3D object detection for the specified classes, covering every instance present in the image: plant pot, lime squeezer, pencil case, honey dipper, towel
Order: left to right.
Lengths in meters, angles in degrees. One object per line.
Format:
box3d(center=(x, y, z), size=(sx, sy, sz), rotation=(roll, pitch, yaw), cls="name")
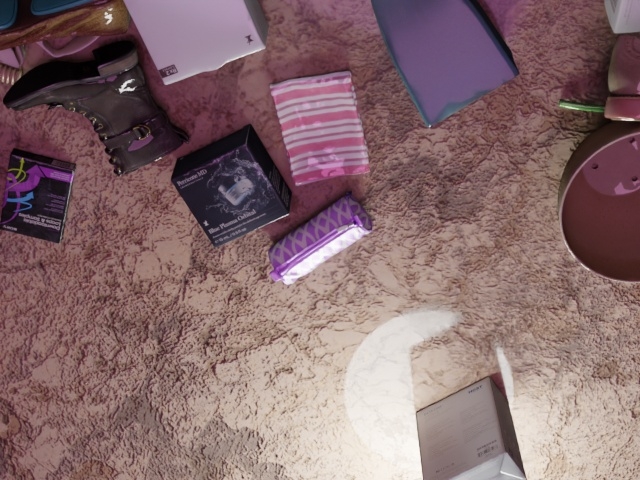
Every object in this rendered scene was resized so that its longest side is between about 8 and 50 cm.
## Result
box3d(center=(-0.473, -0.266, 1.760), size=(0.161, 0.030, 0.030), rotation=(15, 119, -9), cls="honey dipper")
box3d(center=(0.000, 0.000, 1.872), size=(0.206, 0.088, 0.086), rotation=(-35, 111, 20), cls="pencil case")
box3d(center=(0.002, -0.195, 1.794), size=(0.144, 0.029, 0.197), rotation=(-11, 119, 6), cls="towel")
box3d(center=(0.181, -0.339, 1.640), size=(0.166, 0.165, 0.234), rotation=(-30, 107, 17), cls="plant pot")
box3d(center=(0.535, -0.097, 1.750), size=(0.284, 0.191, 0.284), rotation=(1, 120, 1), cls="plant pot")
box3d(center=(0.569, -0.256, 1.736), size=(0.310, 0.059, 0.110), rotation=(-25, 117, 15), cls="lime squeezer")

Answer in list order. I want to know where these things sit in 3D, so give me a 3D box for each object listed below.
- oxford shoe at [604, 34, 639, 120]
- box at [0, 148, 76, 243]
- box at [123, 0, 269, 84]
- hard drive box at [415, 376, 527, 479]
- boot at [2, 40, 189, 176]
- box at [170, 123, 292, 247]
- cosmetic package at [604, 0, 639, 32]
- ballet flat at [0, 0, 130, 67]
box3d(center=(0.628, -0.269, 1.625), size=(0.397, 0.140, 0.146), rotation=(-7, 100, -27), cls="oxford shoe")
box3d(center=(-0.516, -0.078, 1.868), size=(0.116, 0.029, 0.162), rotation=(14, 120, -7), cls="box")
box3d(center=(-0.200, -0.374, 1.643), size=(0.181, 0.119, 0.182), rotation=(-19, 118, 11), cls="box")
box3d(center=(0.291, 0.402, 2.015), size=(0.181, 0.232, 0.089), rotation=(-30, 116, 17), cls="hard drive box")
box3d(center=(-0.378, -0.202, 1.748), size=(0.263, 0.091, 0.229), rotation=(-17, 128, 2), cls="boot")
box3d(center=(-0.156, -0.096, 1.817), size=(0.156, 0.093, 0.158), rotation=(-24, 115, 14), cls="box")
box3d(center=(0.579, -0.401, 1.618), size=(0.231, 0.085, 0.117), rotation=(-3, 146, 1), cls="cosmetic package")
box3d(center=(-0.472, -0.350, 1.681), size=(0.342, 0.116, 0.124), rotation=(-11, 139, 2), cls="ballet flat")
